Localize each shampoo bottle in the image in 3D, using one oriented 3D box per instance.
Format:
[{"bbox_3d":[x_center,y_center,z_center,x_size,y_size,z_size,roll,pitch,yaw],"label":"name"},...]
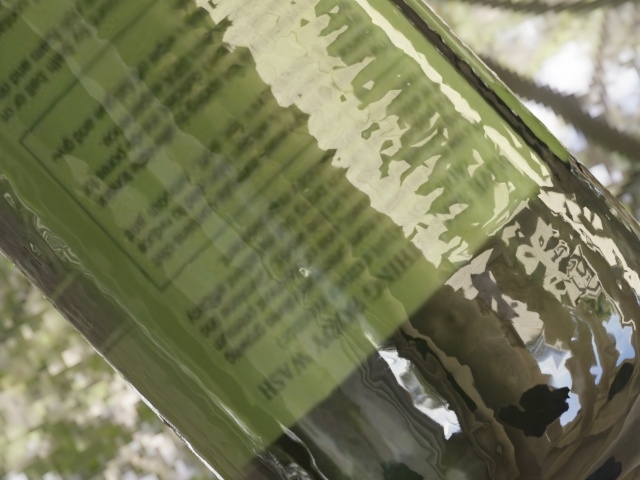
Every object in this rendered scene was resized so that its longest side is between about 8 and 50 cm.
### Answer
[{"bbox_3d":[0.000,0.000,0.418,0.101,0.284,0.101,-44,-179,1],"label":"shampoo bottle"}]
